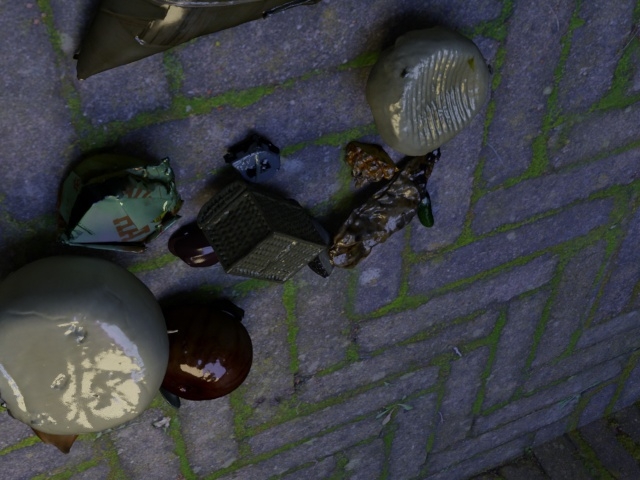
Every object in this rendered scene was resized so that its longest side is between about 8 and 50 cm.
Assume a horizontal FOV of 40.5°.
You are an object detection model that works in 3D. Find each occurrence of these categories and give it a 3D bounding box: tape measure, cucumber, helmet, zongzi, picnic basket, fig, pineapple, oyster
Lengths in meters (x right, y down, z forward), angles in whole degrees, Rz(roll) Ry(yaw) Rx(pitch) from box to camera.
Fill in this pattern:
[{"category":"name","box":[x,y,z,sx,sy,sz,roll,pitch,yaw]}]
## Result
[{"category":"tape measure","box":[-0.119,-0.151,1.612,0.091,0.054,0.094,-33,142,14]},{"category":"cucumber","box":[0.233,-0.073,1.959,0.037,0.037,0.155,-27,143,-5]},{"category":"helmet","box":[-0.233,0.015,1.714,0.123,0.070,0.098,-30,144,-3]},{"category":"zongzi","box":[-0.112,-0.371,1.290,0.447,0.181,0.418,-3,151,-37]},{"category":"picnic basket","box":[-0.115,-0.021,1.665,0.134,0.154,0.196,-40,153,20]},{"category":"fig","box":[-0.261,0.233,1.846,0.235,0.214,0.235,-12,151,-7]},{"category":"pineapple","box":[0.093,-0.152,1.762,0.114,0.077,0.114,26,135,-10]},{"category":"oyster","box":[0.144,-0.069,1.840,0.345,0.078,0.129,-47,136,4]}]

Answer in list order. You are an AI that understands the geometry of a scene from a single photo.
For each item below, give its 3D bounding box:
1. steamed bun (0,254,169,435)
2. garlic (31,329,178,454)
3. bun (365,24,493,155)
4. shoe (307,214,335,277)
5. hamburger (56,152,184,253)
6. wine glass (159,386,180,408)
[{"category":"steamed bun","box":[-0.432,0.174,1.581,0.312,0.233,0.333,-5,123,-2]},{"category":"garlic","box":[-0.454,0.258,1.758,0.338,0.196,0.151,-48,152,-7]},{"category":"bun","box":[0.185,-0.279,1.589,0.259,0.160,0.259,-23,132,-28]},{"category":"shoe","box":[0.000,-0.001,1.866,0.077,0.074,0.194,-44,145,-20]},{"category":"hamburger","box":[-0.333,-0.078,1.497,0.214,0.125,0.235,-5,140,-39]},{"category":"wine glass","box":[-0.270,0.297,1.998,0.202,0.093,0.093,-33,143,7]}]
